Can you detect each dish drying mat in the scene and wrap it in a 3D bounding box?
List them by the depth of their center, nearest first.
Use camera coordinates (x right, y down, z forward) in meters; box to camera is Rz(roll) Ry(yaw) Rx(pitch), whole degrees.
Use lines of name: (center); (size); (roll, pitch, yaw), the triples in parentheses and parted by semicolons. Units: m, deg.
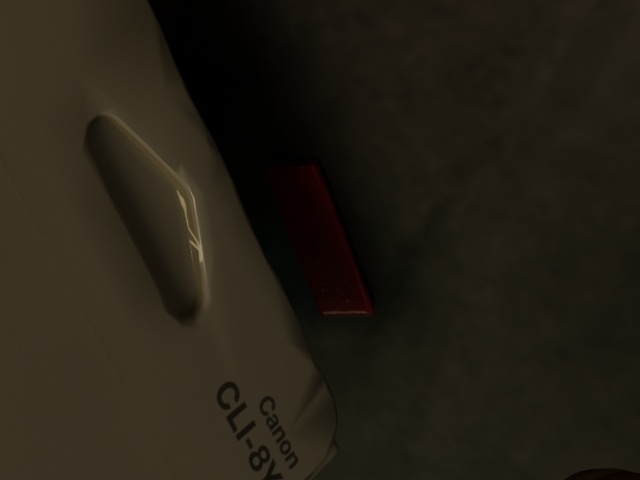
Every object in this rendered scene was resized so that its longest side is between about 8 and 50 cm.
dish drying mat: (0.000, 0.000, 0.569); (0.032, 0.008, 0.083); (-4, 120, 34)

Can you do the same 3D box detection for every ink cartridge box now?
ink cartridge box: (-0.215, 0.014, 0.556); (0.384, 0.160, 0.279); (-3, 119, 47)

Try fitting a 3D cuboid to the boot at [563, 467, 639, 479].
boot: (0.181, 0.135, 0.370); (0.211, 0.295, 0.104); (11, 107, 35)
